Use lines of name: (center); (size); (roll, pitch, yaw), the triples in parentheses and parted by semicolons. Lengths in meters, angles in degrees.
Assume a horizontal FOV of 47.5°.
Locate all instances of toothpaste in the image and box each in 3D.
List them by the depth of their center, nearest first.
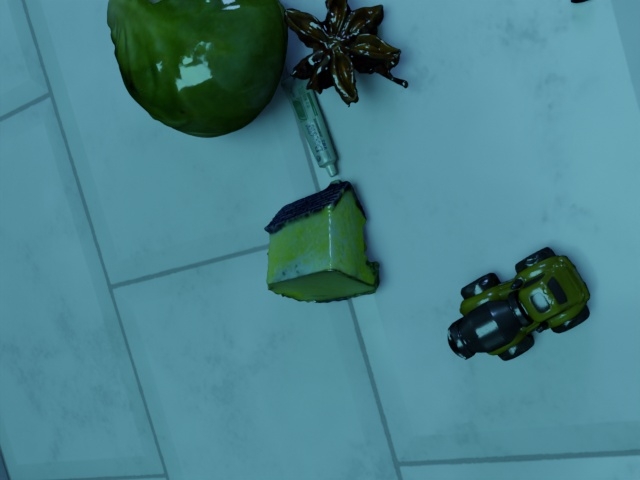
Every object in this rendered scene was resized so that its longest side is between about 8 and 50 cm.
toothpaste: (-0.015, -0.226, 1.421); (0.064, 0.041, 0.218); (-23, 86, 21)

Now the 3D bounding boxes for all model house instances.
model house: (0.000, 0.000, 1.427); (0.193, 0.170, 0.212); (-19, 63, 39)

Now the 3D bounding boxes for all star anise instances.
star anise: (0.033, -0.340, 1.308); (0.190, 0.126, 0.220); (-16, 80, -6)

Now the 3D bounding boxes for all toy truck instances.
toy truck: (0.328, 0.118, 1.219); (0.224, 0.165, 0.147); (-33, 83, 31)

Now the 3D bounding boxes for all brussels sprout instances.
brussels sprout: (-0.240, -0.354, 1.385); (0.371, 0.275, 0.315); (23, 108, 26)

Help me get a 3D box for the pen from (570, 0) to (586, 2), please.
pen: (0.384, -0.506, 1.124); (0.033, 0.033, 0.269); (-7, 97, 31)
